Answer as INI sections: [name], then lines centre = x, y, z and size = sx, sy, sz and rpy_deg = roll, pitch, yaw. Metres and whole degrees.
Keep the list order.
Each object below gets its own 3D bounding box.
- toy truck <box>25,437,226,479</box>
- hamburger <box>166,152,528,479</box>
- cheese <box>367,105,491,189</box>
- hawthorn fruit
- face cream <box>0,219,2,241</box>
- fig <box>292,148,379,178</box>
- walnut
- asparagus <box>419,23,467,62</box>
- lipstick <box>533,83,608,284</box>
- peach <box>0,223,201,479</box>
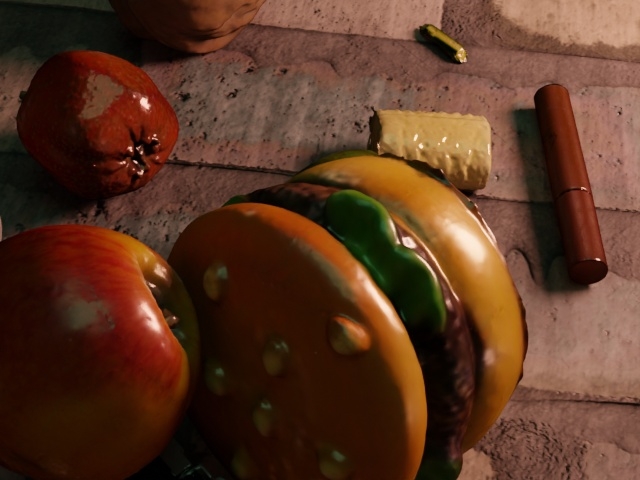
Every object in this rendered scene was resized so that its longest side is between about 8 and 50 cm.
[toy truck]
centre = -0.225, 0.255, 1.444
size = 0.146, 0.175, 0.367
rpy_deg = -31, 55, -25
[hamburger]
centre = 0.002, 0.122, 1.437
size = 0.396, 0.396, 0.277
rpy_deg = 37, 44, 27
[cheese]
centre = 0.154, -0.128, 1.867
size = 0.167, 0.094, 0.123
rpy_deg = 3, 38, -6
[hawthorn fruit]
centre = -0.322, -0.170, 1.813
size = 0.253, 0.205, 0.205
rpy_deg = 32, 54, 30
[face cream]
centre = -0.535, -0.012, 1.657
size = 0.187, 0.201, 0.201
rpy_deg = 30, 53, 22
[fig]
centre = 0.000, 0.000, 1.708
size = 0.235, 0.203, 0.203
rpy_deg = -22, 46, 17
[walnut]
centre = -0.194, -0.406, 2.012
size = 0.273, 0.227, 0.273
rpy_deg = 2, 44, -2
[asparagus]
centre = 0.190, -0.314, 2.083
size = 0.025, 0.021, 0.108
rpy_deg = -30, 56, -25
[lipstick]
centre = 0.349, -0.088, 1.860
size = 0.057, 0.057, 0.356
rpy_deg = 0, 48, -3
[peach]
centre = -0.254, 0.116, 1.304
size = 0.281, 0.238, 0.281
rpy_deg = 0, 90, 16
